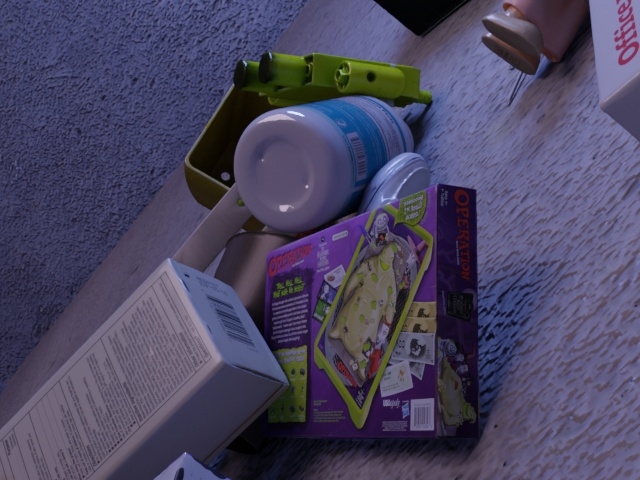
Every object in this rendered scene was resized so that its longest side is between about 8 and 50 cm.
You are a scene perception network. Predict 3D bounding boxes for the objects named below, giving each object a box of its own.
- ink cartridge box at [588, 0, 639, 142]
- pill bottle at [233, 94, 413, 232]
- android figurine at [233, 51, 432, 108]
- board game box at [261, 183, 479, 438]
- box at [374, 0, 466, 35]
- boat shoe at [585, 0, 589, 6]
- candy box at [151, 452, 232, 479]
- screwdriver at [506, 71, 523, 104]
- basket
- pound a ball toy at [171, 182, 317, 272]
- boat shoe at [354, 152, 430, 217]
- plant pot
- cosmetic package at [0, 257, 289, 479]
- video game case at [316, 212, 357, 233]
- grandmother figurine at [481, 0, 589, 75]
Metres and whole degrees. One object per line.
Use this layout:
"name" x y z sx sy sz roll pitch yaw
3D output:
"ink cartridge box" 0.340 -0.202 0.653 0.307 0.129 0.223 -42 20 36
"pill bottle" 0.020 -0.103 1.197 0.146 0.146 0.264 -44 -12 30
"android figurine" 0.025 -0.217 1.348 0.248 0.273 0.056 4 90 60
"board game box" 0.033 0.084 0.919 0.347 0.056 0.208 -20 70 62
"box" 0.234 -0.590 1.590 0.293 0.212 0.395 -29 30 56
"boat shoe" 0.364 -0.384 0.938 0.130 0.132 0.355 27 96 51
"candy box" -0.076 0.270 0.730 0.165 0.196 0.070 -44 20 32
"screwdriver" 0.251 -0.233 1.152 0.169 0.025 0.024 -59 17 -20
"basket" -0.085 0.125 1.150 0.204 0.154 0.226 -22 39 58
"pound a ball toy" -0.089 -0.018 1.409 0.319 0.136 0.208 -47 4 18
"boat shoe" 0.077 -0.001 1.107 0.076 0.083 0.226 17 68 43
"plant pot" -0.105 -0.121 1.624 0.212 0.212 0.187 -62 6 -25
"cosmetic package" -0.200 0.187 1.019 0.309 0.113 0.160 -44 51 14
"video game case" 0.000 0.000 1.375 0.227 0.026 0.206 -43 20 32
"grandmother figurine" 0.311 -0.350 1.077 0.342 0.104 0.208 -54 -2 1
